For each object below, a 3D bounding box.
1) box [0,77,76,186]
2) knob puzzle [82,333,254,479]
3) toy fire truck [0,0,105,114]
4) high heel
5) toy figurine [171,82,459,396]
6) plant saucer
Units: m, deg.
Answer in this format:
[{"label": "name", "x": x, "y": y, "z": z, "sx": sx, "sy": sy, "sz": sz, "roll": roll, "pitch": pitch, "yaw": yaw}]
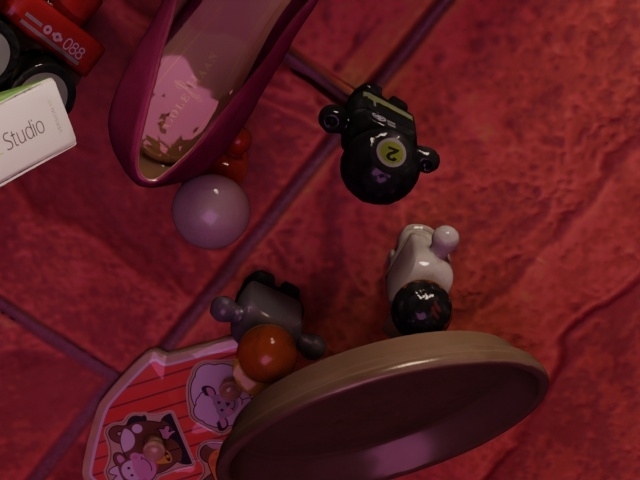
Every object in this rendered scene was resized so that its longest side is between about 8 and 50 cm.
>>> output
[{"label": "box", "x": -0.360, "y": -0.024, "z": 1.335, "sx": 0.322, "sy": 0.232, "sz": 0.058, "roll": -13, "pitch": 104, "yaw": 36}, {"label": "knob puzzle", "x": -0.114, "y": 0.180, "z": 1.639, "sx": 0.213, "sy": 0.030, "sz": 0.213, "roll": 0, "pitch": 115, "yaw": 0}, {"label": "toy fire truck", "x": -0.208, "y": -0.225, "z": 1.383, "sx": 0.246, "sy": 0.158, "sz": 0.217, "roll": -53, "pitch": 133, "yaw": 0}, {"label": "high heel", "x": -0.033, "y": -0.206, "z": 1.379, "sx": 0.127, "sy": 0.181, "sz": 0.377, "roll": 24, "pitch": 109, "yaw": -11}, {"label": "toy figurine", "x": 0.000, "y": 0.000, "z": 1.494, "sx": 0.213, "sy": 0.148, "sz": 0.209, "roll": -14, "pitch": 114, "yaw": 5}, {"label": "plant saucer", "x": 0.046, "y": 0.139, "z": 1.535, "sx": 0.278, "sy": 0.041, "sz": 0.278, "roll": -14, "pitch": 157, "yaw": -6}]
